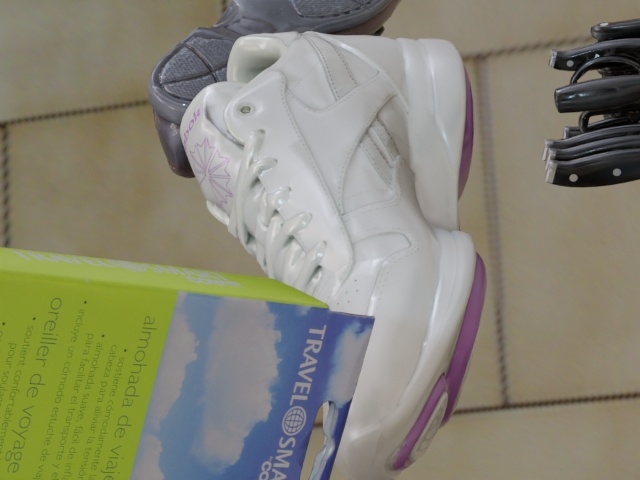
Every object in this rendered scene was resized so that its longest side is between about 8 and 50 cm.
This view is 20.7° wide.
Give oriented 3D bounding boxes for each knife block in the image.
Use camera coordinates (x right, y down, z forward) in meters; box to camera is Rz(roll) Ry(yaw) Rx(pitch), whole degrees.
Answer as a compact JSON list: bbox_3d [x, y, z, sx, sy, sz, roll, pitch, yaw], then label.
[{"bbox_3d":[0.294,-0.095,1.199,0.242,0.088,0.275,-32,32,-30],"label":"knife block"}]

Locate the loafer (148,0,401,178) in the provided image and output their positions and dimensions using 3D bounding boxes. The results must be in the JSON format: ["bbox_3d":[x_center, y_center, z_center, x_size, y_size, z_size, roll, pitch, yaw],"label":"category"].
[{"bbox_3d":[-0.036,-0.160,1.506,0.109,0.095,0.302,30,49,26],"label":"loafer"}]

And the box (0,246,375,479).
[{"bbox_3d":[-0.069,0.062,0.602,0.042,0.178,0.109,25,102,46],"label":"box"}]

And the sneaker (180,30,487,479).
[{"bbox_3d":[0.000,0.000,0.856,0.152,0.305,0.114,11,127,-7],"label":"sneaker"}]
